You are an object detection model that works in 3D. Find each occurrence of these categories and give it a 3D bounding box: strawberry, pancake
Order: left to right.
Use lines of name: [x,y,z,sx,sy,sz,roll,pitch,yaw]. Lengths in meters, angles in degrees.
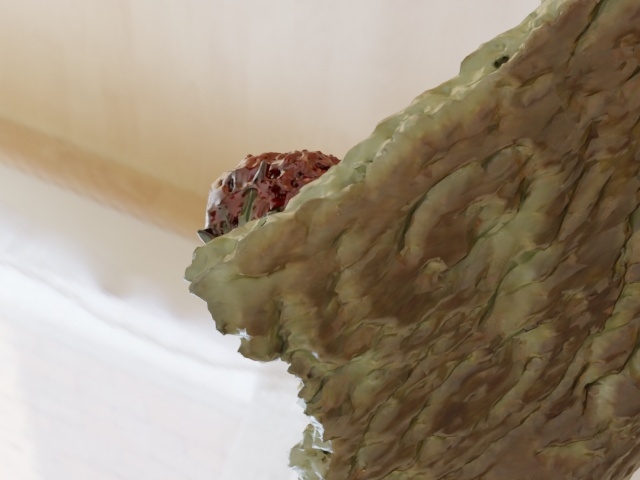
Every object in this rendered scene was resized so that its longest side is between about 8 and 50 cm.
strawberry: [0.000,0.000,1.317,0.186,0.201,0.184,-19,87,50]
pancake: [0.092,0.024,0.615,0.067,0.304,0.427,48,161,34]
